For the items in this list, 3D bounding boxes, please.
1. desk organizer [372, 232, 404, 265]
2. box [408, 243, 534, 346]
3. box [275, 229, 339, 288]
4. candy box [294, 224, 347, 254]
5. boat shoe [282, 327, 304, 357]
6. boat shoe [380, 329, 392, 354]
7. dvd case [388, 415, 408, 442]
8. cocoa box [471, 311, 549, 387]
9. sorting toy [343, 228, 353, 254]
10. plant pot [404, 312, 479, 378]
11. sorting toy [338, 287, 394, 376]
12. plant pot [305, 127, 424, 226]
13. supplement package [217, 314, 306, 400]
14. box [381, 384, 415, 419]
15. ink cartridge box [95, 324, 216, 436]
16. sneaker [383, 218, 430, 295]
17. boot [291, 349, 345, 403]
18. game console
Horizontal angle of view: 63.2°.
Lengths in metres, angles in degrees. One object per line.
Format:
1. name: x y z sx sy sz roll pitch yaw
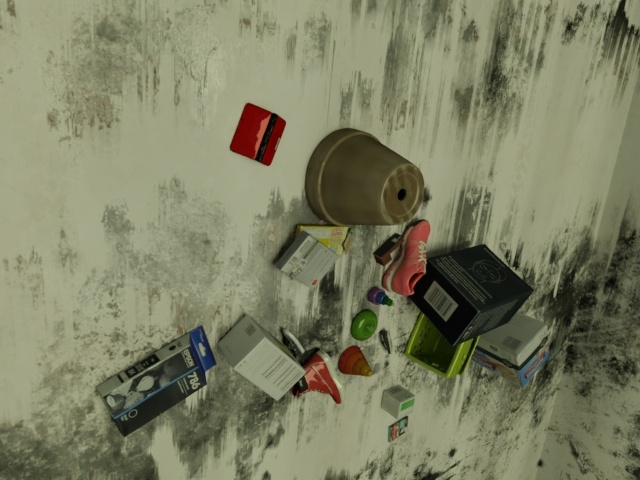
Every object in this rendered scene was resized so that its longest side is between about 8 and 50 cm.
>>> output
1. desk organizer: 0.261 0.034 1.957 0.130 0.047 0.050 -41 130 -21
2. box: 0.602 0.208 2.105 0.396 0.293 0.212 -10 137 -38
3. box: -0.039 0.065 1.691 0.145 0.038 0.186 -51 137 3
4. candy box: 0.000 0.000 1.737 0.206 0.027 0.105 0 106 -40
5. boat shoe: -0.098 0.354 1.778 0.040 0.049 0.142 -45 132 -18
6. boat shoe: 0.269 0.416 2.116 0.046 0.038 0.125 -79 159 -50
7. dvd case: 0.355 0.860 2.376 0.120 0.013 0.087 -17 117 -33
8. cocoa box: 0.830 0.459 2.393 0.231 0.347 0.228 -38 128 -23
9. sorting toy: 0.098 0.000 1.818 0.062 0.012 0.083 76 35 -56
10. plant pot: 0.535 0.447 2.233 0.207 0.228 0.227 21 92 -49
11. sorting toy: 0.193 0.366 1.975 0.127 0.126 0.365 16 97 -42
12. plant pot: 0.159 -0.171 1.637 0.323 0.280 0.323 -16 118 -34
13. supplement package: -0.182 0.372 1.643 0.134 0.139 0.244 -44 131 -5
14. box: 0.334 0.693 2.233 0.101 0.102 0.087 -8 113 -39
15. ink cartridge box: -0.447 0.397 1.492 0.333 0.065 0.165 -31 124 -29
16. sneaker: 0.368 0.074 2.001 0.116 0.136 0.313 25 89 -44
17. boot: -0.014 0.540 1.897 0.176 0.088 0.244 -37 118 -23
18. game console: -0.175 -0.299 1.485 0.144 0.085 0.124 -69 164 4
